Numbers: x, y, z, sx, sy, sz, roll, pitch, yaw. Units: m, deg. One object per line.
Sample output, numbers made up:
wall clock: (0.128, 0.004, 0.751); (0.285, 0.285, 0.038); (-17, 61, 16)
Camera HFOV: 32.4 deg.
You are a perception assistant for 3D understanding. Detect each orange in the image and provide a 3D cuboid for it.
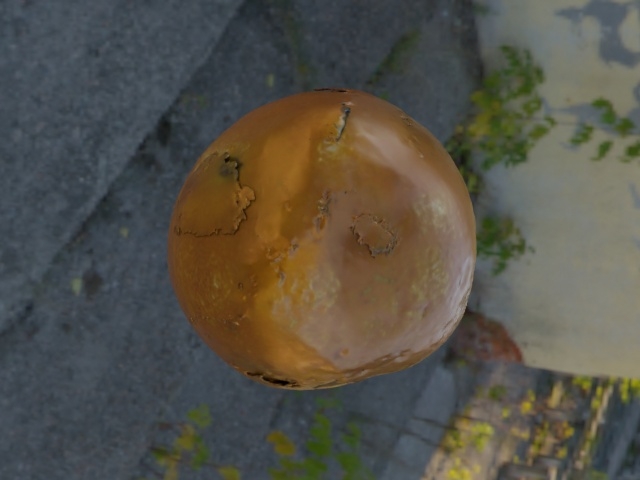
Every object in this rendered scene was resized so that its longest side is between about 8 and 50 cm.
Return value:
orange: (0.000, 0.000, 0.877); (0.246, 0.246, 0.246); (-21, 114, -60)
